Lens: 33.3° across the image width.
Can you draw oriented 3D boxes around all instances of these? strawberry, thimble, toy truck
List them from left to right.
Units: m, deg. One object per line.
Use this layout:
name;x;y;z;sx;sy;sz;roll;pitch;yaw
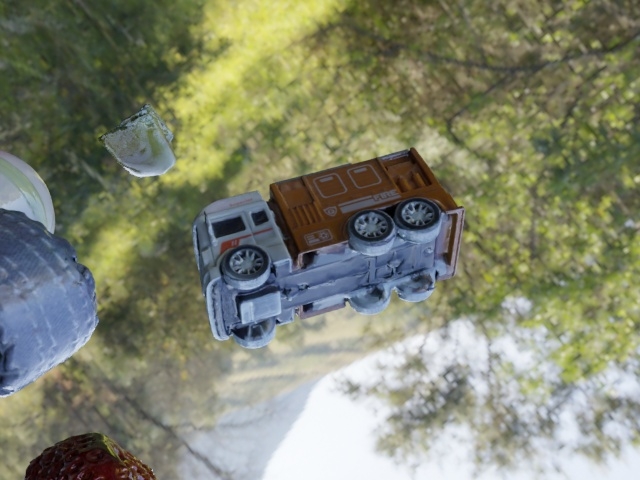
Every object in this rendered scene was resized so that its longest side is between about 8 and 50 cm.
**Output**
thimble;-0.414;0.073;1.384;0.172;0.236;0.205;-39;150;-48
strawberry;-0.429;0.513;2.025;0.295;0.317;0.345;-11;163;-18
toy truck;0.000;0.000;1.589;0.388;0.207;0.173;-15;140;-13

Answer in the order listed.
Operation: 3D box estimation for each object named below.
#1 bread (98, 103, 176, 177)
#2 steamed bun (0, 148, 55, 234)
bread;-0.286;-0.150;1.712;0.103;0.110;0.156;-27;-171;7
steamed bun;-0.683;-0.072;2.147;0.309;0.309;0.309;-38;-177;3
